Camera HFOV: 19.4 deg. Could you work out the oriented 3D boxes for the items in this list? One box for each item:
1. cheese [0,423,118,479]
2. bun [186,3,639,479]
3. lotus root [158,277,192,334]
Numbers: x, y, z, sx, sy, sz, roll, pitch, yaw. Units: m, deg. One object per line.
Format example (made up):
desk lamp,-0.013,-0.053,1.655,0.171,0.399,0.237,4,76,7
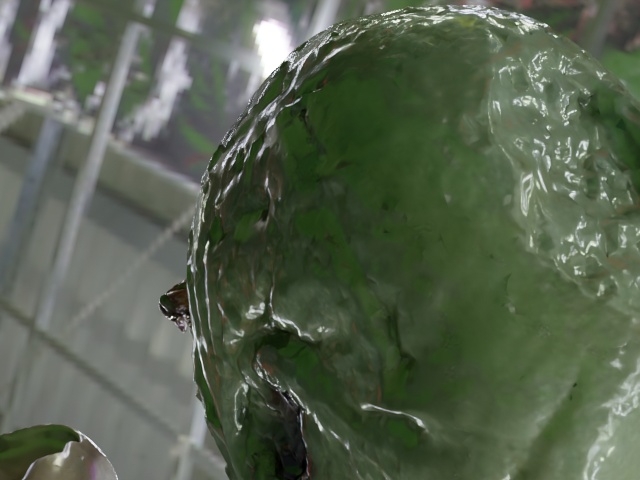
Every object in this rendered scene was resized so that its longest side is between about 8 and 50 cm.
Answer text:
cheese,-0.099,0.231,0.914,0.082,0.286,0.163,-22,-168,5
bun,0.028,0.028,0.584,0.221,0.108,0.221,25,-61,58
lotus root,0.000,0.000,1.676,0.169,0.342,0.151,-14,-73,53
